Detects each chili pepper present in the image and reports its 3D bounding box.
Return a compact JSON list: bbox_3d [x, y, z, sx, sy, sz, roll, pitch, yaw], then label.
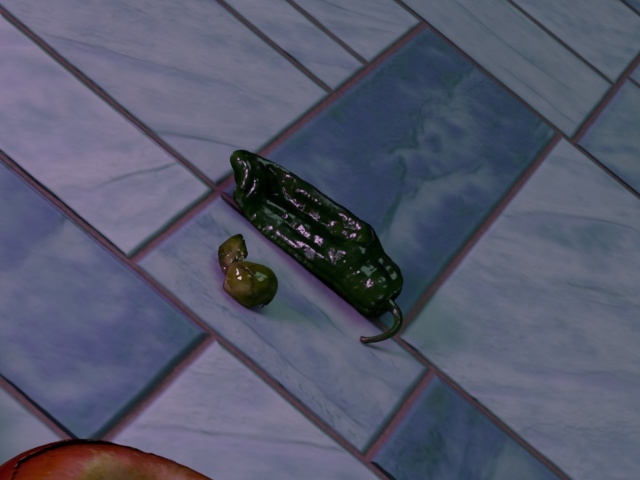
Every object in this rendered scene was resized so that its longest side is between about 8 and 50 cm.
[{"bbox_3d":[0.000,-0.002,1.815,0.257,0.074,0.100,39,35,11],"label":"chili pepper"}]

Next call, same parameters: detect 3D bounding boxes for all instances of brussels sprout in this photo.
[{"bbox_3d":[-0.079,0.031,1.721,0.051,0.046,0.083,-2,39,-40],"label":"brussels sprout"}]

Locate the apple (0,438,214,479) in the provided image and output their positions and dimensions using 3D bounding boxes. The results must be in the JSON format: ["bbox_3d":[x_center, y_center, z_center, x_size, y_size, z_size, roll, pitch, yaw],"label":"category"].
[{"bbox_3d":[-0.150,0.264,1.203,0.251,0.206,0.272,42,28,27],"label":"apple"}]
